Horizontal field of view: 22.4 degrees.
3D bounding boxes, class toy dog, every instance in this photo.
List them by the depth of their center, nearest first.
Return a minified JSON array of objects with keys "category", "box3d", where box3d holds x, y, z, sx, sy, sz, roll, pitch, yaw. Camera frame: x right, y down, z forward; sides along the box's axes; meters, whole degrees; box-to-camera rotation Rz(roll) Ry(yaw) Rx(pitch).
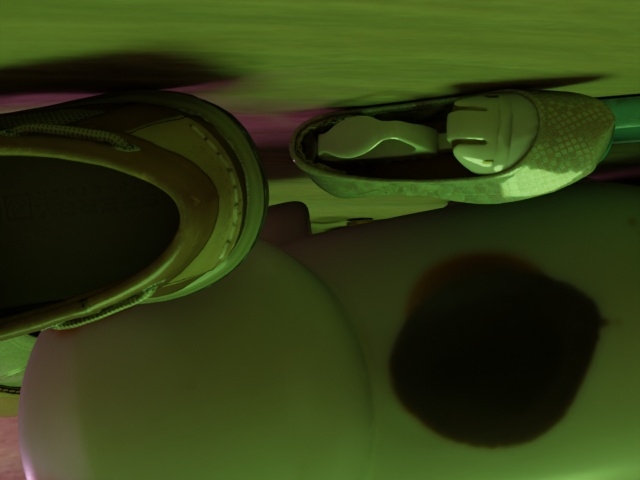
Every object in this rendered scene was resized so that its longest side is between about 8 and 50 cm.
[{"category":"toy dog","box3d":[0.031,0.101,0.917,0.408,0.284,0.395,-4,177,-28]}]

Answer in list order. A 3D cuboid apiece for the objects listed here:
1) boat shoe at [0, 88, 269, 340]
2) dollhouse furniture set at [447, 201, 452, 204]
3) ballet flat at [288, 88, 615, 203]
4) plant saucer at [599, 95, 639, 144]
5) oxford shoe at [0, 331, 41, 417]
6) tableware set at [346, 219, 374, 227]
[{"category":"boat shoe","box3d":[-0.189,-0.001,0.724,0.324,0.122,0.120,-13,-173,10]},{"category":"dollhouse furniture set","box3d":[0.124,0.006,1.291,0.076,0.058,0.151,-3,174,3]},{"category":"ballet flat","box3d":[0.061,-0.046,0.801,0.168,0.057,0.052,-7,163,29]},{"category":"plant saucer","box3d":[0.139,-0.062,0.866,0.192,0.018,0.067,-3,174,9]},{"category":"oxford shoe","box3d":[-0.333,0.044,1.266,0.146,0.140,0.397,-39,153,26]},{"category":"tableware set","box3d":[0.000,0.000,1.359,0.104,0.024,0.154,-3,174,-38]}]
